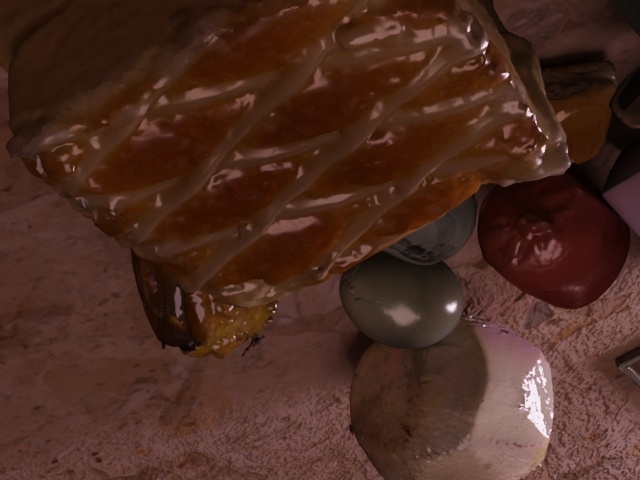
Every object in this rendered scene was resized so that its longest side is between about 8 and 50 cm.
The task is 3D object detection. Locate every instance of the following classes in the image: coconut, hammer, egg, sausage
[{"bbox_3d":[0.166,0.196,2.225,0.230,0.227,0.227,14,135,-33],"label":"coconut"},{"bbox_3d":[0.000,0.000,2.001,0.305,0.113,0.202,-32,139,28],"label":"hammer"},{"bbox_3d":[0.088,0.061,2.098,0.152,0.114,0.114,20,131,-34],"label":"egg"},{"bbox_3d":[0.251,-0.006,2.034,0.148,0.148,0.254,-31,165,19],"label":"sausage"}]

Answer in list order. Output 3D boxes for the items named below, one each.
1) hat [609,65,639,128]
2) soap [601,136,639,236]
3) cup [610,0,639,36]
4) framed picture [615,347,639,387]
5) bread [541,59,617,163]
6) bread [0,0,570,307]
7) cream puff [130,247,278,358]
[{"bbox_3d":[0.387,-0.199,1.810,0.164,0.226,0.219,16,140,-7],"label":"hat"},{"bbox_3d":[0.439,-0.116,1.928,0.109,0.193,0.324,46,121,-7],"label":"soap"},{"bbox_3d":[0.357,-0.315,1.467,0.310,0.392,0.401,18,120,-26],"label":"cup"},{"bbox_3d":[0.516,0.170,2.489,0.189,0.023,0.260,-30,142,18],"label":"framed picture"},{"bbox_3d":[0.240,-0.125,1.938,0.125,0.082,0.106,-6,149,-10],"label":"bread"},{"bbox_3d":[-0.043,-0.155,1.630,0.390,0.279,0.371,-26,141,17],"label":"bread"},{"bbox_3d":[-0.115,0.030,1.924,0.129,0.189,0.189,-16,145,-14],"label":"cream puff"}]
